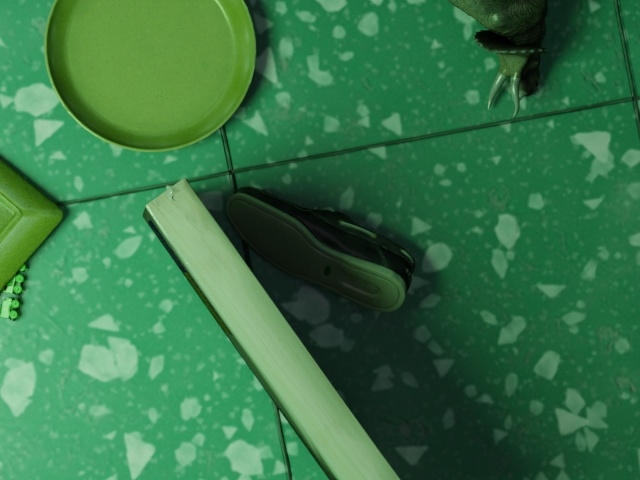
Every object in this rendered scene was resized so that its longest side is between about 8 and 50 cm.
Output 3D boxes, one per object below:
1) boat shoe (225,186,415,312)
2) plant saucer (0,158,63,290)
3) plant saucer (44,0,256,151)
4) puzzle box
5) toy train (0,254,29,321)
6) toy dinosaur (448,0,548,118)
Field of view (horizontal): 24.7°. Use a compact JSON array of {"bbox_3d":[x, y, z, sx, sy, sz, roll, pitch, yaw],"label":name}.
[{"bbox_3d":[0.000,0.000,1.696,0.233,0.084,0.079,27,47,1],"label":"boat shoe"},{"bbox_3d":[-0.420,-0.020,1.635,0.188,0.045,0.188,40,85,1],"label":"plant saucer"},{"bbox_3d":[-0.195,-0.220,1.682,0.241,0.037,0.241,0,88,-7],"label":"plant saucer"},{"bbox_3d":[-0.055,0.117,1.576,0.052,0.272,0.409,-36,94,-7],"label":"puzzle box"},{"bbox_3d":[-0.350,0.051,1.667,0.024,0.017,0.083,8,87,4],"label":"toy train"},{"bbox_3d":[0.194,-0.315,1.696,0.160,0.121,0.313,-42,98,-20],"label":"toy dinosaur"}]
